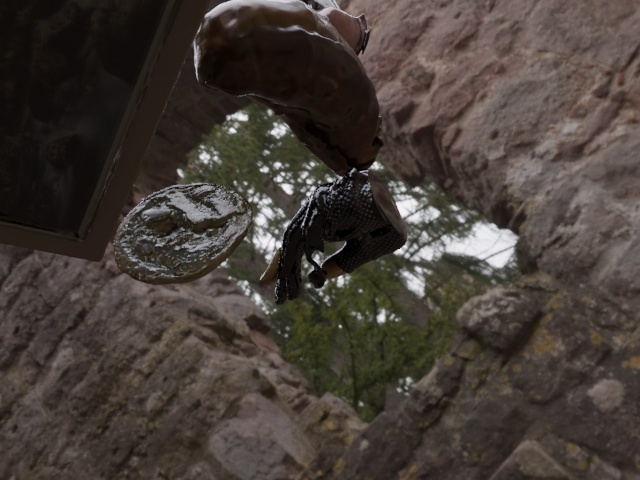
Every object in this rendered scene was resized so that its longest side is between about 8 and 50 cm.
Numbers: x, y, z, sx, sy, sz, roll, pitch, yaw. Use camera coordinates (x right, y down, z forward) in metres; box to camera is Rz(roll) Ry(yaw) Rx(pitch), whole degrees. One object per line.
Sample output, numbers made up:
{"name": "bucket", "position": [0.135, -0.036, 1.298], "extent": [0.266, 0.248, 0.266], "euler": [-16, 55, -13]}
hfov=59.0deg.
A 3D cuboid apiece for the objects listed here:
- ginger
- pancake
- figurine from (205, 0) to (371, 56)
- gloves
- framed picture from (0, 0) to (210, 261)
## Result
{"name": "ginger", "position": [-0.016, -0.215, 0.761], "extent": [0.321, 0.165, 0.172], "euler": [27, -95, -39]}
{"name": "pancake", "position": [-0.149, -0.009, 0.619], "extent": [0.158, 0.158, 0.028], "euler": [-33, -41, -23]}
{"name": "figurine", "position": [-0.095, -0.470, 1.117], "extent": [0.361, 0.211, 0.253], "euler": [17, -106, -37]}
{"name": "gloves", "position": [-0.002, -0.002, 0.646], "extent": [0.180, 0.106, 0.129], "euler": [-23, -1, 20]}
{"name": "framed picture", "position": [-0.176, -0.135, 0.276], "extent": [0.240, 0.020, 0.324], "euler": [17, -60, -33]}
